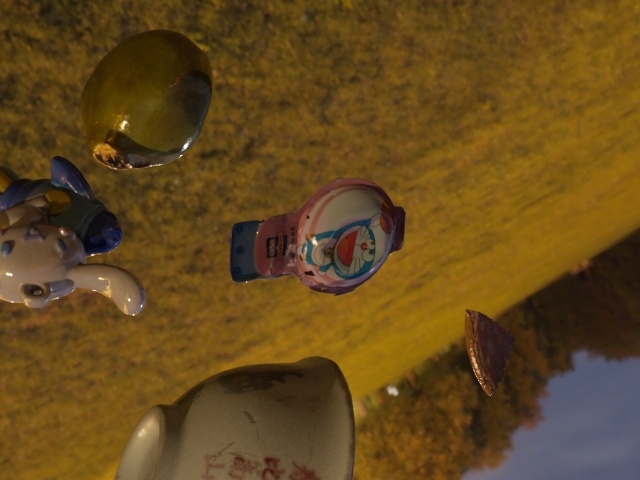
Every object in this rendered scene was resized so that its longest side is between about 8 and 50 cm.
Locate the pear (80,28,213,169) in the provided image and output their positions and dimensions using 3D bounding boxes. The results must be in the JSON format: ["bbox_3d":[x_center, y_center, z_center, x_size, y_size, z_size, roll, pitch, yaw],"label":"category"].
[{"bbox_3d":[-0.353,-0.285,2.180,0.321,0.269,0.269,-59,179,-16],"label":"pear"}]

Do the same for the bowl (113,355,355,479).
[{"bbox_3d":[-0.147,0.321,1.341,0.196,0.435,0.435,22,148,-20],"label":"bowl"}]

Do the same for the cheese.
[{"bbox_3d":[0.000,0.000,1.537,0.286,0.189,0.074,-7,-157,-27],"label":"cheese"}]

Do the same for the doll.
[{"bbox_3d":[-0.500,-0.018,1.920,0.376,0.365,0.187,23,123,-23],"label":"doll"}]

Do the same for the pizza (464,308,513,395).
[{"bbox_3d":[0.204,0.145,1.324,0.029,0.099,0.100,-16,148,40],"label":"pizza"}]
